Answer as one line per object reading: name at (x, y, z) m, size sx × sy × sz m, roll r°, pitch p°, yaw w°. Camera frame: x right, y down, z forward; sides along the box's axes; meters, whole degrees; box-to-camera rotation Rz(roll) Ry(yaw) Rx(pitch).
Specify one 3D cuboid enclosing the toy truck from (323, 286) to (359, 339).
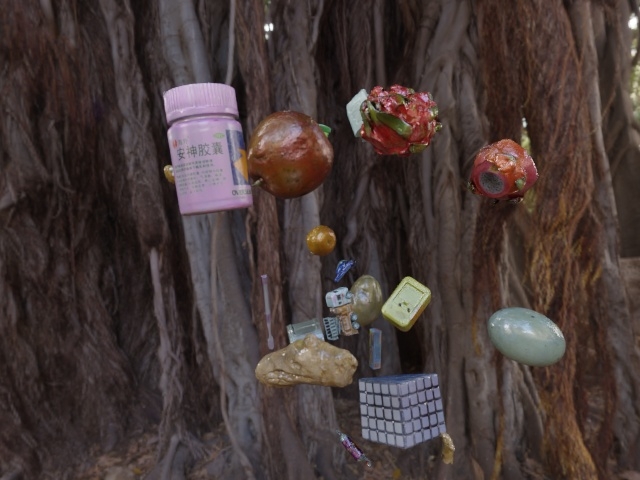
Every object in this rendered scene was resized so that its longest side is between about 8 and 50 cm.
toy truck at (0.068, 0.271, 1.752) m, size 0.115 × 0.177 × 0.080 m, roll -12°, pitch -1°, yaw -25°

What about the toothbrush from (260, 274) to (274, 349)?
toothbrush at (-0.191, 0.264, 1.712) m, size 0.024 × 0.353 × 0.029 m, roll -4°, pitch 34°, yaw -4°

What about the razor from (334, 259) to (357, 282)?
razor at (0.106, 0.099, 1.901) m, size 0.093 × 0.056 × 0.324 m, roll -49°, pitch -7°, yaw 10°

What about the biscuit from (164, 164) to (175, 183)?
biscuit at (-0.442, -0.246, 1.622) m, size 0.035 × 0.158 × 0.240 m, roll -11°, pitch 36°, yaw 27°

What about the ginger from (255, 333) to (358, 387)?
ginger at (-0.055, 0.384, 1.452) m, size 0.354 × 0.189 × 0.126 m, roll -18°, pitch 21°, yaw 27°

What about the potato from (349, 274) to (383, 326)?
potato at (0.199, 0.271, 2.105) m, size 0.160 × 0.235 × 0.178 m, roll 7°, pitch 4°, yaw 8°

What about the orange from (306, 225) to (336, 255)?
orange at (0.000, 0.000, 2.324) m, size 0.155 × 0.154 × 0.134 m, roll -3°, pitch 15°, yaw -41°

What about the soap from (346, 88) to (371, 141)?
soap at (0.168, -0.488, 1.829) m, size 0.063 × 0.198 × 0.114 m, roll 27°, pitch -55°, yaw -35°

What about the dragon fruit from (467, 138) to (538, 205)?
dragon fruit at (0.780, -0.282, 2.041) m, size 0.189 × 0.290 × 0.291 m, roll -41°, pitch 9°, yaw -20°

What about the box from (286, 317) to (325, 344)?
box at (-0.059, 0.481, 2.160) m, size 0.150 × 0.226 × 0.226 m, roll -14°, pitch -3°, yaw -7°

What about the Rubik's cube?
Rubik's cube at (0.310, 0.641, 1.804) m, size 0.237 × 0.238 × 0.237 m, roll 3°, pitch -15°, yaw -35°

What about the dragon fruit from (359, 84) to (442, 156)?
dragon fruit at (0.252, -0.394, 1.543) m, size 0.303 × 0.236 × 0.231 m, roll 10°, pitch -1°, yaw -36°

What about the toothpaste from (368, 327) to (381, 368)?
toothpaste at (0.265, 0.532, 2.328) m, size 0.044 × 0.193 × 0.070 m, roll -2°, pitch 8°, yaw -22°

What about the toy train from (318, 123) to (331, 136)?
toy train at (-0.020, -0.493, 2.435) m, size 0.120 × 0.202 × 0.301 m, roll 11°, pitch 7°, yaw -3°

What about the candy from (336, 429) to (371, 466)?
candy at (0.119, 0.778, 1.756) m, size 0.043 × 0.175 × 0.045 m, roll -41°, pitch -27°, yaw -17°

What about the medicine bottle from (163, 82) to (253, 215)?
medicine bottle at (-0.269, -0.212, 1.131) m, size 0.178 × 0.290 × 0.178 m, roll -7°, pitch 4°, yaw 1°

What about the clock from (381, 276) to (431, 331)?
clock at (0.365, 0.270, 1.996) m, size 0.143 × 0.202 × 0.096 m, roll 35°, pitch -14°, yaw 22°

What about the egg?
egg at (0.638, 0.299, 1.463) m, size 0.237 × 0.169 × 0.169 m, roll 24°, pitch 2°, yaw 11°

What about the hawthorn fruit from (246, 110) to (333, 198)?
hawthorn fruit at (-0.163, -0.363, 2.099) m, size 0.403 × 0.402 × 0.403 m, roll -7°, pitch -4°, yaw 0°

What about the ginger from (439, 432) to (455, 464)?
ginger at (0.454, 0.751, 1.682) m, size 0.044 × 0.137 × 0.057 m, roll -5°, pitch 20°, yaw 3°
